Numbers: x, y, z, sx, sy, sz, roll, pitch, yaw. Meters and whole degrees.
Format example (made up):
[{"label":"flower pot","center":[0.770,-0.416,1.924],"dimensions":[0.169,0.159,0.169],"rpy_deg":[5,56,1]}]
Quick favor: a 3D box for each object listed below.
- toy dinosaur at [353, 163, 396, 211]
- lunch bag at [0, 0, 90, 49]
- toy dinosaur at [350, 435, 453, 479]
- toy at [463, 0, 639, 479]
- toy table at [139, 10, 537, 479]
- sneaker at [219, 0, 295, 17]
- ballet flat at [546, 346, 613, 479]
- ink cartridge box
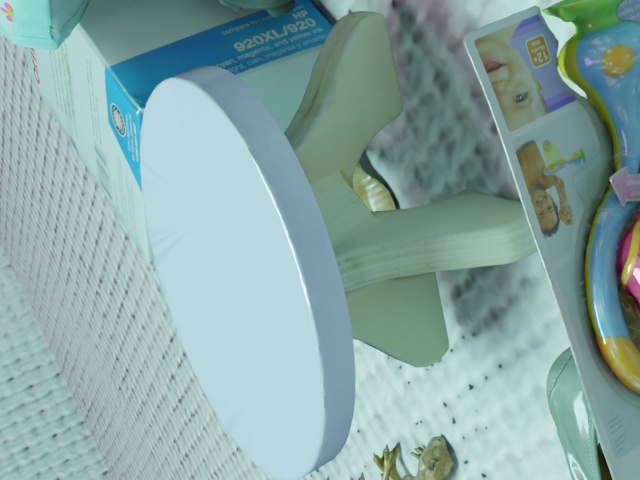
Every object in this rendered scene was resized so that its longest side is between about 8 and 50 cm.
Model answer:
[{"label":"toy dinosaur","center":[0.023,-0.032,0.986],"dimensions":[0.092,0.053,0.183],"rpy_deg":[-8,105,53]},{"label":"lunch bag","center":[-0.214,-0.286,0.852],"dimensions":[0.223,0.160,0.262],"rpy_deg":[103,148,-58]},{"label":"toy dinosaur","center":[0.073,0.242,1.107],"dimensions":[0.112,0.064,0.211],"rpy_deg":[45,150,40]},{"label":"toy","center":[0.160,-0.001,0.569],"dimensions":[0.056,0.137,0.237],"rpy_deg":[-13,101,56]},{"label":"toy table","center":[0.000,0.000,0.841],"dimensions":[0.252,0.161,0.274],"rpy_deg":[30,136,41]},{"label":"sneaker","center":[-0.083,-0.286,0.882],"dimensions":[0.276,0.098,0.135],"rpy_deg":[64,161,11]},{"label":"ballet flat","center":[0.187,0.161,0.748],"dimensions":[0.068,0.072,0.213],"rpy_deg":[1,112,62]},{"label":"ink cartridge box","center":[-0.116,-0.142,1.009],"dimensions":[0.232,0.168,0.171],"rpy_deg":[53,155,30]}]
